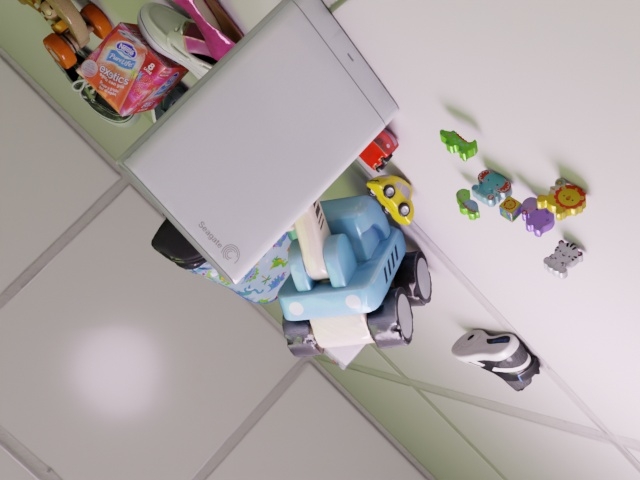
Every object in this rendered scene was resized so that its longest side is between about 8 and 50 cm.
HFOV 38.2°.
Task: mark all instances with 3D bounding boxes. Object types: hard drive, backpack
[{"bbox_3d":[-0.074,-0.145,1.266,0.233,0.353,0.047,50,164,-26],"label":"hard drive"},{"bbox_3d":[-0.187,0.000,2.195,0.273,0.290,0.355,38,174,17],"label":"backpack"}]

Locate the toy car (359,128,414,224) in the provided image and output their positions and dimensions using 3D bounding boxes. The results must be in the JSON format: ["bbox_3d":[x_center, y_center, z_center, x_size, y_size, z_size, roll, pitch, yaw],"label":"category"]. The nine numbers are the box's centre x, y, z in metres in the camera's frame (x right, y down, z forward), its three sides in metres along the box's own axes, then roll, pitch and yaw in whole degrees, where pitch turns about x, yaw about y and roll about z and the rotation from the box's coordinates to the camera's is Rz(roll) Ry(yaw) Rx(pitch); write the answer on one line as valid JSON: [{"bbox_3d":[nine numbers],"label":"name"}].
[{"bbox_3d":[0.061,-0.145,1.522,0.225,0.053,0.239,35,163,33],"label":"toy car"}]

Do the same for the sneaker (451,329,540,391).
[{"bbox_3d":[0.349,0.246,1.823,0.121,0.079,0.217,48,164,-12],"label":"sneaker"}]

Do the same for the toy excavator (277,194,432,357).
[{"bbox_3d":[0.000,0.000,1.593,0.222,0.433,0.445,-9,112,23],"label":"toy excavator"}]

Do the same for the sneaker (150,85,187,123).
[{"bbox_3d":[-0.315,-0.275,2.111,0.163,0.086,0.226,39,165,28],"label":"sneaker"}]

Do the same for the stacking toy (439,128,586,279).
[{"bbox_3d":[0.262,-0.055,1.250,0.221,0.052,0.167,37,163,31],"label":"stacking toy"}]

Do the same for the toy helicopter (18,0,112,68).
[{"bbox_3d":[-0.645,-0.556,2.101,0.355,0.140,0.235,34,162,41],"label":"toy helicopter"}]

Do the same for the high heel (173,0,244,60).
[{"bbox_3d":[-0.174,-0.381,1.485,0.117,0.082,0.244,9,143,7],"label":"high heel"}]

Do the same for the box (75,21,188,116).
[{"bbox_3d":[-0.352,-0.331,1.780,0.122,0.128,0.257,44,-170,-5],"label":"box"}]

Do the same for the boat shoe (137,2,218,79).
[{"bbox_3d":[-0.221,-0.354,1.644,0.258,0.095,0.084,38,150,9],"label":"boat shoe"}]

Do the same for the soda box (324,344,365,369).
[{"bbox_3d":[0.097,0.180,2.043,0.074,0.216,0.069,41,165,9],"label":"soda box"}]

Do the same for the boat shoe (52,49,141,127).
[{"bbox_3d":[-0.592,-0.416,2.412,0.306,0.113,0.105,49,-177,16],"label":"boat shoe"}]
